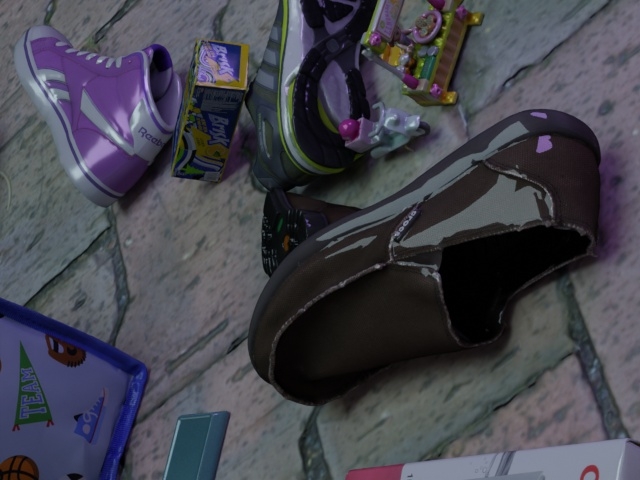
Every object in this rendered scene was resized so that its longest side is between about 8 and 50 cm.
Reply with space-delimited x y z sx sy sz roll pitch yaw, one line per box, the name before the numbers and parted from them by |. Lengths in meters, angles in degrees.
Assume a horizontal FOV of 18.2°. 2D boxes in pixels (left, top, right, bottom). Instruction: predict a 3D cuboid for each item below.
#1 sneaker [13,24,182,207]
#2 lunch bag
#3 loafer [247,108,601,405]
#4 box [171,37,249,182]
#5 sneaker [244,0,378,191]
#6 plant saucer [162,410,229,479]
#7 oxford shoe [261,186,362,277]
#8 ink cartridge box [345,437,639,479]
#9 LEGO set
sneaker | -0.234 -0.177 2.210 0.161 0.102 0.282 -46 50 16
lunch bag | -0.425 0.143 1.982 0.328 0.385 0.239 -10 60 48
loafer | 0.081 0.036 1.647 0.366 0.134 0.130 -40 41 28
box | -0.111 -0.127 1.988 0.169 0.054 0.059 112 162 -57
sneaker | -0.022 -0.178 1.942 0.121 0.111 0.300 -33 40 43
plant saucer | -0.132 0.249 1.867 0.067 0.018 0.192 -10 59 47
oxford shoe | 0.000 0.000 1.825 0.227 0.096 0.082 -147 59 -71
ink cartridge box | 0.138 0.263 1.444 0.283 0.117 0.207 -14 57 46
LEGO set | 0.068 -0.225 1.857 0.132 0.107 0.287 -26 49 39
